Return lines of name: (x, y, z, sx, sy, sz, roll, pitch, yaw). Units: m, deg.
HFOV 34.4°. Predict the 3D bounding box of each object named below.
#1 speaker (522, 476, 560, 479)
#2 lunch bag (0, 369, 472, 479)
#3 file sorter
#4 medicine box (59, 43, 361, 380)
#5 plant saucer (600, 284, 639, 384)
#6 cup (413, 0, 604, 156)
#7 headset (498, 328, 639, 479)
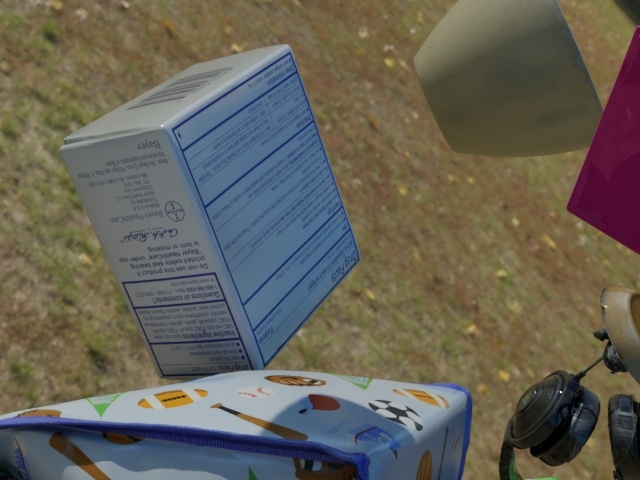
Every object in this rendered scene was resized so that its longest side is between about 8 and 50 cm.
speaker: (0.132, 0.351, 1.097, 0.131, 0.296, 0.131, 53, 21, -32)
lunch bag: (-0.098, 0.226, 0.878, 0.328, 0.385, 0.239, 5, 90, -70)
file sorter: (0.426, -0.064, 0.964, 0.182, 0.202, 0.290, -24, 49, -40)
medicine box: (-0.107, -0.034, 1.154, 0.263, 0.149, 0.289, -45, 122, -51)
plant saucer: (0.217, 0.064, 0.689, 0.083, 0.015, 0.083, 33, 40, -33)
cup: (0.287, -0.264, 1.645, 0.331, 0.237, 0.331, 60, 16, -29)
headset: (0.381, 0.272, 1.430, 0.243, 0.394, 0.185, 12, 28, 11)
